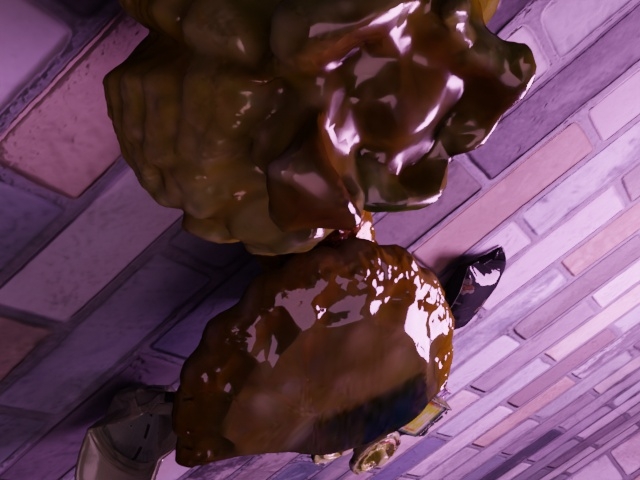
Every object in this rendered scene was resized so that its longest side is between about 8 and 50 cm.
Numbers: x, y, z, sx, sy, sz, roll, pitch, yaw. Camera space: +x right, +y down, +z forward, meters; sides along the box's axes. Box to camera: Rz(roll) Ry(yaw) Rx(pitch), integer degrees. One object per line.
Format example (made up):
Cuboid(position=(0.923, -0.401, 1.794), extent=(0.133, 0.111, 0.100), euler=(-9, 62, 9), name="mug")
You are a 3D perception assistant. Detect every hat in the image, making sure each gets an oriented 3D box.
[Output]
Cuboid(position=(-0.206, 0.236, 0.829), extent=(0.081, 0.122, 0.166), euler=(6, 98, -72), name="hat")

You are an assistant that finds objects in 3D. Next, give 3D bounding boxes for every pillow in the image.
Cuboid(position=(0.198, 0.077, 0.995), extent=(0.090, 0.048, 0.150), euler=(-2, 134, -31), name="pillow")

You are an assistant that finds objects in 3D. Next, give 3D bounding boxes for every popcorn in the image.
Cuboid(position=(-0.007, -0.114, 0.452), extent=(0.224, 0.270, 0.257), euler=(34, 146, -26), name="popcorn")

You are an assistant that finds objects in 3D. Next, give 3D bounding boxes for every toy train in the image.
Cuboid(position=(0.056, 0.216, 0.998), extent=(0.177, 0.134, 0.261), euler=(-45, 144, 6), name="toy train")

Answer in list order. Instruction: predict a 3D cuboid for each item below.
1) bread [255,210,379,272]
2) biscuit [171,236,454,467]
Cuboid(position=(-0.001, -0.001, 0.732), extent=(0.139, 0.077, 0.271), euler=(-25, 142, -12), name="bread")
Cuboid(position=(-0.006, 0.147, 0.765), extent=(0.335, 0.078, 0.329), euler=(-38, 135, 8), name="biscuit")
